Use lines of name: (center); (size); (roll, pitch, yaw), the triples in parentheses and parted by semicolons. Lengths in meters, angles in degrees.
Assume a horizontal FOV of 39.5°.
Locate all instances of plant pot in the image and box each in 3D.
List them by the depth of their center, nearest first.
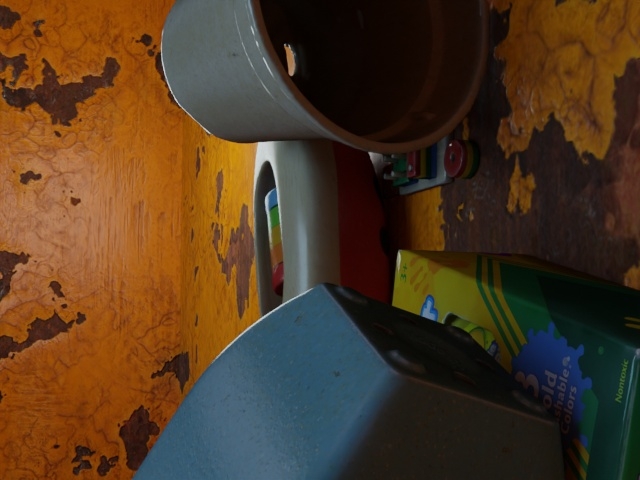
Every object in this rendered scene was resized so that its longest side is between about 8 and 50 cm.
plant pot: (0.029, 0.181, 0.649); (0.252, 0.247, 0.247); (-64, 26, 10)
plant pot: (-0.026, -0.248, 1.057); (0.305, 0.333, 0.334); (-6, 82, 53)

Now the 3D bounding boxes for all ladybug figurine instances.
ladybug figurine: (0.000, 0.000, 1.286); (0.305, 0.161, 0.450); (124, 144, -66)

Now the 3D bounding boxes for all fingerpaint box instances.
fingerpaint box: (0.183, 0.256, 0.779); (0.371, 0.163, 0.445); (-152, 67, -68)

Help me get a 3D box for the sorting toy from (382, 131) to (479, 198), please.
sorting toy: (0.118, -0.132, 1.170); (0.274, 0.046, 0.132); (168, 104, -69)

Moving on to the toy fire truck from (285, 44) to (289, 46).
toy fire truck: (-0.031, -0.328, 1.388); (0.158, 0.217, 0.246); (-67, -6, -48)
